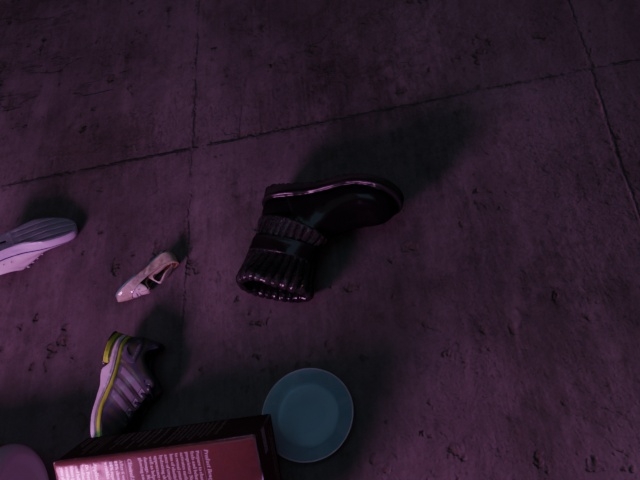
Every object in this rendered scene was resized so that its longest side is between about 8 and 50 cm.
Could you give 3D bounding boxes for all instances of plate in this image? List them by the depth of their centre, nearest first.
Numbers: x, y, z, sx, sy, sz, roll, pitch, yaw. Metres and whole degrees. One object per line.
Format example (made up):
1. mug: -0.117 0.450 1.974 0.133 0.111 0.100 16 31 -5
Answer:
1. plate: -0.025 0.346 1.362 0.188 0.024 0.188 -6 61 11

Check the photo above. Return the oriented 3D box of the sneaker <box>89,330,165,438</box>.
1. sneaker: -0.396 0.332 1.428 0.121 0.111 0.300 -2 66 5

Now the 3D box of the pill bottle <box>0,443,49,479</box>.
1. pill bottle: -0.744 0.531 1.349 0.362 0.210 0.210 -12 59 8

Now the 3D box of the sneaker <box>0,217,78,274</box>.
1. sneaker: -0.731 0.018 1.708 0.258 0.091 0.094 -18 51 -20

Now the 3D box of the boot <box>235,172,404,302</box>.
1. boot: 0.001 0.002 1.480 0.348 0.131 0.260 -5 53 25

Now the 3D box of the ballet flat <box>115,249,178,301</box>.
1. ballet flat: -0.399 0.091 1.592 0.052 0.057 0.168 41 79 20

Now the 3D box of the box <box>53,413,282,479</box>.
1. box: -0.269 0.447 1.259 0.381 0.143 0.191 -9 92 9
